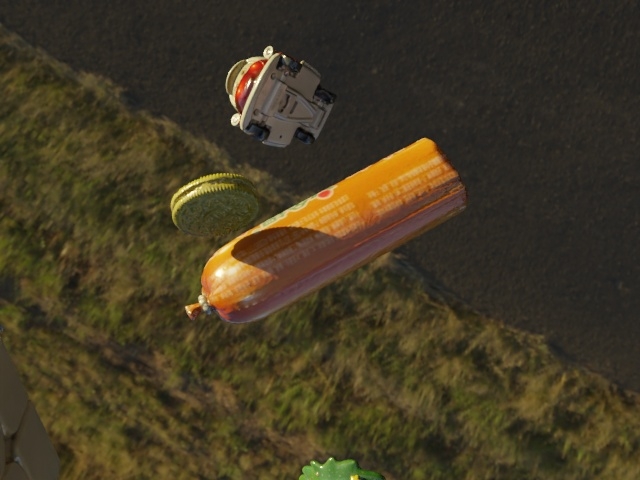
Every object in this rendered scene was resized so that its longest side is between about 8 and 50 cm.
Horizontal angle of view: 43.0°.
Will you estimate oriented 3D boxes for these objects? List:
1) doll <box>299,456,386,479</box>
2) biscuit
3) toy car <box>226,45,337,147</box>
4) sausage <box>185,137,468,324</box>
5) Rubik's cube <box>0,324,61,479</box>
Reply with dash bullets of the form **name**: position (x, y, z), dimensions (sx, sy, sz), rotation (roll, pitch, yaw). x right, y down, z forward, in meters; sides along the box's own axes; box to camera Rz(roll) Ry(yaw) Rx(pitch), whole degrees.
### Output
- **doll**: position (0.019, 0.212, 0.542), dimensions (0.078, 0.113, 0.077), rotation (-27, 135, 34)
- **biscuit**: position (-0.099, -0.032, 0.768), dimensions (0.084, 0.023, 0.084), rotation (-11, 152, -6)
- **toy car**: position (-0.061, -0.183, 1.027), dimensions (0.112, 0.112, 0.139), rotation (35, -168, 40)
- **sausage**: position (0.000, 0.000, 0.849), dimensions (0.093, 0.312, 0.093), rotation (58, 169, 19)
- **Rubik's cube**: position (-0.433, 0.214, 0.709), dimensions (0.291, 0.291, 0.291), rotation (-17, 114, -2)
